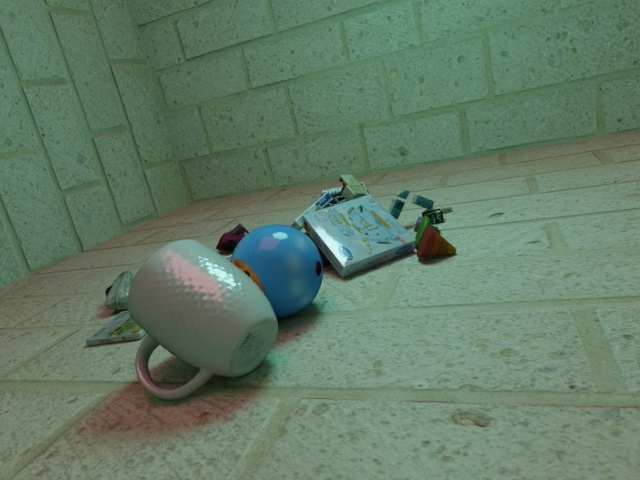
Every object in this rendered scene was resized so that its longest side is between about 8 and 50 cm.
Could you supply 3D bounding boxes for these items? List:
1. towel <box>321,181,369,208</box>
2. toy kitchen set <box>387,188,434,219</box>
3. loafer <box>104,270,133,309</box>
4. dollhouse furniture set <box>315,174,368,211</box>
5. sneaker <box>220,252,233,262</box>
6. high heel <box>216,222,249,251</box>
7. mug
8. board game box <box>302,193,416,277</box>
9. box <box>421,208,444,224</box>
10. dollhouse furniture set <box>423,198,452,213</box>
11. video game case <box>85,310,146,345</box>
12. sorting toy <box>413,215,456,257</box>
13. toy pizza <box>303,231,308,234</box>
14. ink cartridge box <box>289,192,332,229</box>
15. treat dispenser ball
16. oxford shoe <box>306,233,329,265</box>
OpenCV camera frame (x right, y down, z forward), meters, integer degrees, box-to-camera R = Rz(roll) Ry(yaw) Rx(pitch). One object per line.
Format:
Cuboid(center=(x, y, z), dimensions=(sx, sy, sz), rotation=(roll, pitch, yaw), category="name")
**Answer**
Cuboid(center=(0.127, -0.192, 2.474), dimensions=(0.235, 0.121, 0.283), rotation=(-13, -10, -5), category="towel")
Cuboid(center=(0.381, -0.103, 2.070), dimensions=(0.166, 0.207, 0.122), rotation=(20, 8, -15), category="toy kitchen set")
Cuboid(center=(-0.833, 0.203, 1.986), dimensions=(0.112, 0.112, 0.319), rotation=(-9, 14, -17), category="loafer")
Cuboid(center=(0.101, -0.140, 2.063), dimensions=(0.262, 0.259, 0.135), rotation=(-4, 45, -34), category="dollhouse furniture set")
Cuboid(center=(-0.370, 0.105, 2.023), dimensions=(0.272, 0.100, 0.108), rotation=(-14, 35, -4), category="sneaker")
Cuboid(center=(-0.397, 0.042, 2.297), dimensions=(0.181, 0.127, 0.377), rotation=(-44, 24, -3), category="high heel")
Cuboid(center=(-0.311, 0.225, 1.220), dimensions=(0.328, 0.276, 0.374), rotation=(29, 71, 29), category="mug")
Cuboid(center=(0.142, -0.029, 1.828), dimensions=(0.318, 0.065, 0.318), rotation=(-18, 46, -22), category="board game box")
Cuboid(center=(0.495, -0.102, 2.105), dimensions=(0.083, 0.052, 0.062), rotation=(-13, 16, 5), category="box")
Cuboid(center=(0.547, -0.167, 2.234), dimensions=(0.114, 0.081, 0.091), rotation=(-14, 15, -5), category="dollhouse furniture set")
Cuboid(center=(-0.668, 0.295, 1.685), dimensions=(0.206, 0.026, 0.227), rotation=(-10, 15, 12), category="video game case")
Cuboid(center=(0.431, -0.010, 1.801), dimensions=(0.126, 0.127, 0.365), rotation=(18, 16, 2), category="sorting toy")
Cuboid(center=(-0.106, 0.001, 2.154), dimensions=(0.201, 0.032, 0.201), rotation=(-28, 6, 3), category="toy pizza")
Cuboid(center=(-0.066, -0.102, 2.165), dimensions=(0.223, 0.045, 0.224), rotation=(-44, 1, -29), category="ink cartridge box")
Cuboid(center=(-0.135, 0.094, 1.471), dimensions=(0.288, 0.288, 0.288), rotation=(-12, 15, 3), category="treat dispenser ball")
Cuboid(center=(-0.005, 0.039, 1.933), dimensions=(0.397, 0.140, 0.146), rotation=(-20, -8, -24), category="oxford shoe")
